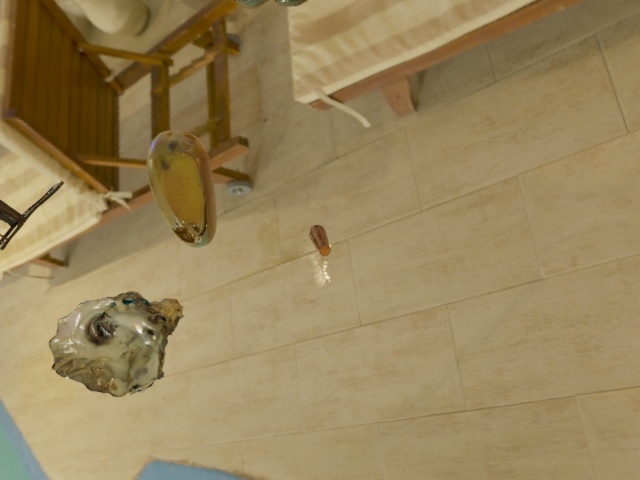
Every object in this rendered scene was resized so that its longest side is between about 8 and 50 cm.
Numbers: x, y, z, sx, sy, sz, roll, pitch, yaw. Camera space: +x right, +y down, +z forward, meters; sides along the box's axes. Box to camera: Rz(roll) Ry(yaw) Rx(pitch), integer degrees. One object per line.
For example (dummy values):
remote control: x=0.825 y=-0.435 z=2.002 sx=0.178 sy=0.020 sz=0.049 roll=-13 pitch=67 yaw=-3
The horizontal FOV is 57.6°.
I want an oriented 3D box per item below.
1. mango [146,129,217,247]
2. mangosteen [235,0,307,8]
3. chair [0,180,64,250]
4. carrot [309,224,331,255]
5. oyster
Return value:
mango: x=-0.288 y=-0.105 z=1.241 sx=0.167 sy=0.130 sz=0.261 roll=-115 pitch=14 yaw=-75
mangosteen: x=-0.167 y=-0.797 z=1.534 sx=0.381 sy=0.381 sz=0.421 roll=-25 pitch=88 yaw=35
chair: x=-0.751 y=-0.088 z=1.422 sx=0.106 sy=0.113 sz=0.229 roll=-3 pitch=50 yaw=50
carrot: x=0.000 y=0.000 z=1.019 sx=0.032 sy=0.032 sz=0.093 roll=-58 pitch=22 yaw=15
oyster: x=-0.390 y=0.188 z=1.102 sx=0.083 sy=0.223 sz=0.214 roll=-112 pitch=43 yaw=-82
